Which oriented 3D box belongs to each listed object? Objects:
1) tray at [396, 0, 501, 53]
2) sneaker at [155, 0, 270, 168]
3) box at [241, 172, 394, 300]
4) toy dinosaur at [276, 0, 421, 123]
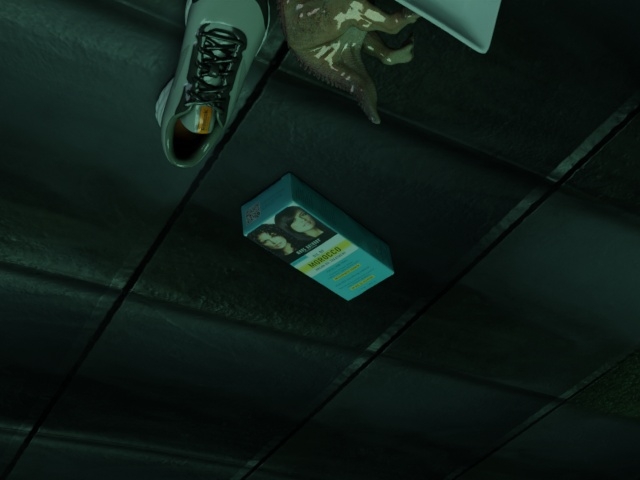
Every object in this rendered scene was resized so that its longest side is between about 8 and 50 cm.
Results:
[{"bbox_3d":[0.134,-0.328,0.810,0.145,0.270,0.030,22,169,-30],"label":"tray"},{"bbox_3d":[-0.126,-0.196,0.997,0.100,0.108,0.271,11,135,-19],"label":"sneaker"},{"bbox_3d":[0.000,0.000,1.282,0.101,0.060,0.244,-33,134,26],"label":"box"},{"bbox_3d":[-0.004,-0.262,0.866,0.201,0.127,0.295,-6,97,1],"label":"toy dinosaur"}]
